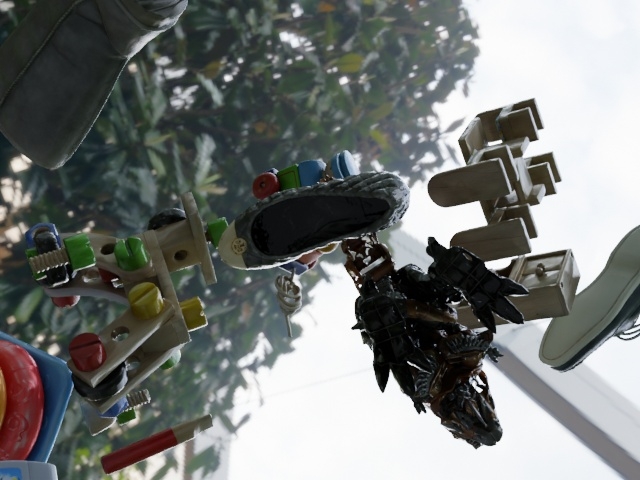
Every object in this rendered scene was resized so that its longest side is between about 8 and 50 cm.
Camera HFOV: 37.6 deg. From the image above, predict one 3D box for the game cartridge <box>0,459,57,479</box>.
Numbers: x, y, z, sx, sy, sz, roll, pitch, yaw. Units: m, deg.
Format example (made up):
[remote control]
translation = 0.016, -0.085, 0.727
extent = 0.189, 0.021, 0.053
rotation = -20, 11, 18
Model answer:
[game cartridge]
translation = -0.199, 0.162, 0.566
extent = 0.017, 0.083, 0.056
rotation = -48, -128, 54

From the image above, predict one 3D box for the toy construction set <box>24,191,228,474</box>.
[toy construction set]
translation = -0.189, 0.091, 1.103
extent = 0.257, 0.237, 0.309
rotation = 30, -44, 64

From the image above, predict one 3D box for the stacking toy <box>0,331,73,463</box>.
[stacking toy]
translation = -0.418, 0.164, 0.959
extent = 0.175, 0.302, 0.166
rotation = 17, -97, 29

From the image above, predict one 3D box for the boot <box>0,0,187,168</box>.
[boot]
translation = -0.208, -0.179, 0.720
extent = 0.208, 0.076, 0.190
rotation = -33, -94, 47

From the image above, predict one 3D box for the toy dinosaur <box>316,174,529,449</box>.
[toy dinosaur]
translation = 0.089, 0.085, 0.995
extent = 0.322, 0.164, 0.218
rotation = 36, -9, -3

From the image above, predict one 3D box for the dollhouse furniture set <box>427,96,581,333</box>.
[dollhouse furniture set]
translation = 0.201, -0.022, 1.158
extent = 0.160, 0.212, 0.242
rotation = -12, -69, 30

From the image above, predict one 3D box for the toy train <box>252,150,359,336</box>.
[toy train]
translation = 0.000, 0.000, 1.320
extent = 0.143, 0.105, 0.248
rotation = -21, -115, 24

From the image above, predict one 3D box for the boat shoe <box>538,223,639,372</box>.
[boat shoe]
translation = 0.390, 0.086, 1.251
extent = 0.079, 0.254, 0.095
rotation = 50, -19, -26

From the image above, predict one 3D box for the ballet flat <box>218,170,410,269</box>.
[ballet flat]
translation = -0.011, -0.017, 0.747
extent = 0.173, 0.049, 0.058
rotation = -19, -88, 23
